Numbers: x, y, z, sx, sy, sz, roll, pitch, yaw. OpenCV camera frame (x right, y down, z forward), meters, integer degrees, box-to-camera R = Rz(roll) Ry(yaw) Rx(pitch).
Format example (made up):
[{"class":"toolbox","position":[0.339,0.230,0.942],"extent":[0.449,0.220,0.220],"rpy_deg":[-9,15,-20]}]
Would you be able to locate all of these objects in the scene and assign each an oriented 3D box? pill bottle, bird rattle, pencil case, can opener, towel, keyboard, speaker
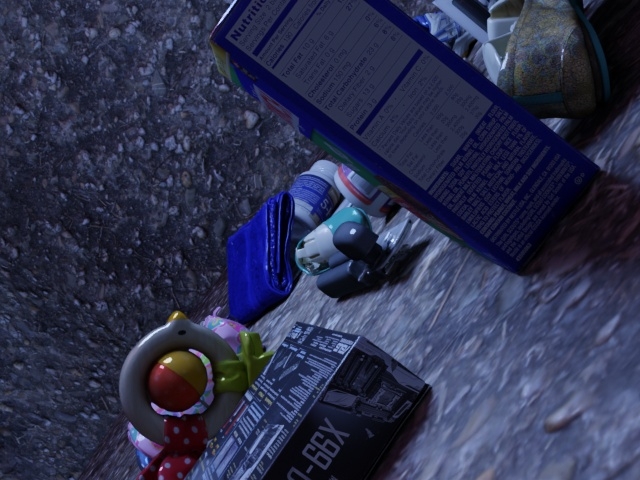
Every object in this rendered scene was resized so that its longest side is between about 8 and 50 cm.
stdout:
[{"class":"pill bottle","position":[0.118,-0.137,1.268],"extent":[0.193,0.108,0.108],"rpy_deg":[-49,9,23]},{"class":"bird rattle","position":[-0.174,0.213,1.106],"extent":[0.253,0.207,0.143],"rpy_deg":[-50,5,-10]},{"class":"pencil case","position":[-0.223,0.261,1.468],"extent":[0.284,0.124,0.124],"rpy_deg":[-55,8,-8]},{"class":"can opener","position":[0.048,0.018,1.093],"extent":[0.074,0.093,0.280],"rpy_deg":[-56,4,-17]},{"class":"towel","position":[-0.140,0.046,1.783],"extent":[0.308,0.076,0.227],"rpy_deg":[139,136,-61]},{"class":"keyboard","position":[0.000,0.000,1.729],"extent":[0.256,0.014,0.072],"rpy_deg":[-53,13,3]},{"class":"speaker","position":[0.269,-0.411,1.490],"extent":[0.055,0.136,0.055],"rpy_deg":[-51,8,10]},{"class":"pill bottle","position":[-0.020,-0.092,1.872],"extent":[0.186,0.112,0.112],"rpy_deg":[-59,9,-34]}]

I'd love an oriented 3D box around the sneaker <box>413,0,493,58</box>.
[{"class":"sneaker","position":[0.262,-0.442,1.707],"extent":[0.296,0.131,0.112],"rpy_deg":[-56,6,-33]}]

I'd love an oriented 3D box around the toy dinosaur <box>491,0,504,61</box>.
[{"class":"toy dinosaur","position":[0.262,-0.322,1.056],"extent":[0.118,0.268,0.064],"rpy_deg":[-20,22,-17]}]

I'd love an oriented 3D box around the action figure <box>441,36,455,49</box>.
[{"class":"action figure","position":[0.140,-0.302,1.446],"extent":[0.179,0.341,0.330],"rpy_deg":[-11,32,17]}]

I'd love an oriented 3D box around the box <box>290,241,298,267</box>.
[{"class":"box","position":[-0.046,-0.044,1.986],"extent":[0.063,0.067,0.324],"rpy_deg":[-48,10,39]}]

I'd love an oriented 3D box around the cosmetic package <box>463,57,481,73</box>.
[{"class":"cosmetic package","position":[0.234,-0.257,1.367],"extent":[0.060,0.041,0.115],"rpy_deg":[-48,9,29]}]

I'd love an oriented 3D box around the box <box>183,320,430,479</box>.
[{"class":"box","position":[-0.037,0.200,0.798],"extent":[0.242,0.076,0.307],"rpy_deg":[-54,8,-10]}]

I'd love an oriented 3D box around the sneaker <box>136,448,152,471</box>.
[{"class":"sneaker","position":[-0.288,0.367,1.573],"extent":[0.082,0.069,0.209],"rpy_deg":[-46,9,21]}]

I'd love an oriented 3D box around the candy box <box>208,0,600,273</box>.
[{"class":"candy box","position":[0.058,-0.121,0.769],"extent":[0.122,0.317,0.268],"rpy_deg":[-53,7,3]}]

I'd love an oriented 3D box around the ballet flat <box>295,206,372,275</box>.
[{"class":"ballet flat","position":[0.010,0.013,1.298],"extent":[0.087,0.083,0.247],"rpy_deg":[-21,-7,-17]}]

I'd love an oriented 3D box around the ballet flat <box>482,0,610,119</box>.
[{"class":"ballet flat","position":[0.230,-0.220,0.877],"extent":[0.123,0.123,0.348],"rpy_deg":[-48,12,31]}]
